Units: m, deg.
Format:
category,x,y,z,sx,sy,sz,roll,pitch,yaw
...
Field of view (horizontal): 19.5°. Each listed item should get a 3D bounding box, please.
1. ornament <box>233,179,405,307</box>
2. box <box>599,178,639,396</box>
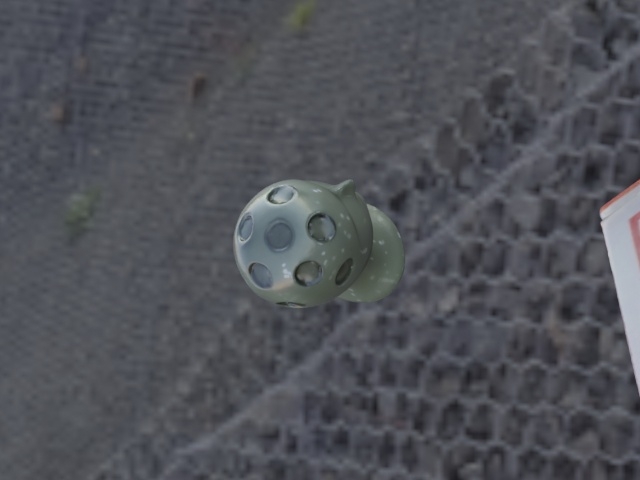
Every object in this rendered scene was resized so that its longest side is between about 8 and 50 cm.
category,x,y,z,sx,sy,sz,roll,pitch,yaw
ornament,0.000,0.000,1.076,0.075,0.156,0.081,37,97,16
box,0.198,0.034,0.844,0.123,0.050,0.229,-36,31,25
